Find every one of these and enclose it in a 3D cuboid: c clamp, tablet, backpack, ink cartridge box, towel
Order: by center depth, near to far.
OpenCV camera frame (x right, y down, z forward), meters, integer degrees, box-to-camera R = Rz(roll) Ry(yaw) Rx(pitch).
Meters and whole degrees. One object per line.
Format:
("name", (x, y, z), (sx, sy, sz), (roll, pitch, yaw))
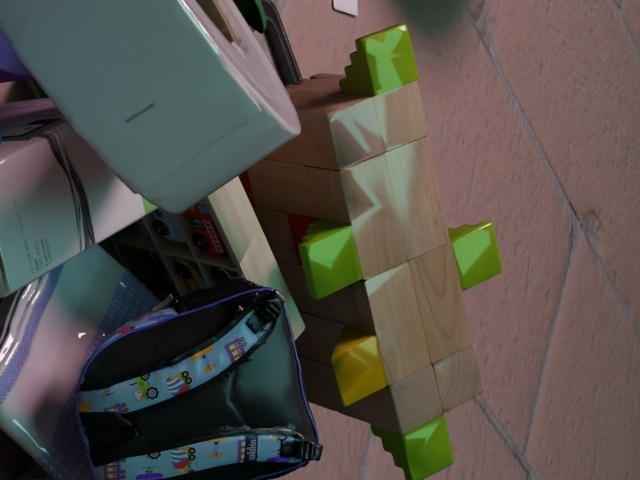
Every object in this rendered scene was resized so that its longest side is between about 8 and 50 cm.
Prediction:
("ink cartridge box", (-0.230, -0.034, 1.226), (0.219, 0.160, 0.092), (-36, 118, -58))
("backpack", (-0.104, 0.119, 1.314), (0.173, 0.117, 0.158), (-18, 104, -16))
("towel", (-0.151, 0.128, 1.384), (0.285, 0.034, 0.209), (47, 38, -27))
("c clamp", (-0.059, -0.168, 1.697), (0.160, 0.022, 0.137), (65, 30, -31))
("tablet", (0.027, -0.288, 1.874), (0.054, 0.006, 0.083), (5, 83, -61))

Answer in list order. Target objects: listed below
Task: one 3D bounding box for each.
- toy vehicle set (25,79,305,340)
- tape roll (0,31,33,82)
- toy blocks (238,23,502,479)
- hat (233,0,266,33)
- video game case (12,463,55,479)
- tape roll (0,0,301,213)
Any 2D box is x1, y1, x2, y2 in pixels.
("toy vehicle set", (-0.126, -0.031, 1.406), (0.035, 0.166, 0.266), (-46, 129, -31))
("tape roll", (-0.244, -0.251, 1.256), (0.275, 0.090, 0.274), (7, 82, -52))
("toy blocks", (0.000, 0.000, 1.544), (0.191, 0.261, 0.381), (-24, 110, -30))
("hat", (-0.163, -0.202, 1.499), (0.208, 0.184, 0.173), (53, -6, 34))
("video game case", (-0.170, 0.295, 1.407), (0.244, 0.061, 0.269), (-34, 116, -58))
("tape roll", (-0.130, -0.157, 1.113), (0.286, 0.100, 0.286), (56, 7, -10))
